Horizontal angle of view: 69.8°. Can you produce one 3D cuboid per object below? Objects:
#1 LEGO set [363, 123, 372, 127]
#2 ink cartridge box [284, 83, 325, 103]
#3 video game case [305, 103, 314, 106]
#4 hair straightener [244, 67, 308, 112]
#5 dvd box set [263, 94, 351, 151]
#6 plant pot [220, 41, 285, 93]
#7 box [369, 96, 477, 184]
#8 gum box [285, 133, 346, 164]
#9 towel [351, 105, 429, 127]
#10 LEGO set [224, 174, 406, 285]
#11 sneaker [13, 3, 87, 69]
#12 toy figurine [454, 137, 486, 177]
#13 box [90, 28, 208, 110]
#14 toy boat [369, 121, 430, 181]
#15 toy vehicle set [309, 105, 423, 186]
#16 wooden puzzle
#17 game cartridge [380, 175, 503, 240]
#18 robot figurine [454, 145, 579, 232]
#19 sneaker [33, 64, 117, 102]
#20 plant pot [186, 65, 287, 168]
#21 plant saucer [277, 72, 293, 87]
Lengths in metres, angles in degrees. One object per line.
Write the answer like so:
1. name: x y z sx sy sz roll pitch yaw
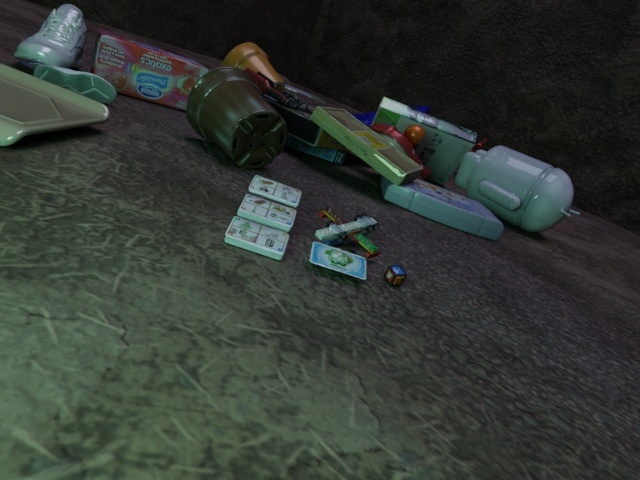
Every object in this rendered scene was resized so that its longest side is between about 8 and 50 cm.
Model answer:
1. LEGO set: 0.125 -0.332 1.344 0.054 0.023 0.083 21 7 -13
2. ink cartridge box: -0.127 -0.607 1.977 0.255 0.097 0.188 16 20 -17
3. video game case: -0.114 -0.436 1.551 0.143 0.019 0.157 -8 -2 40
4. hair straightener: -0.104 -0.387 1.195 0.230 0.047 0.089 35 24 32
5. dvd box set: -0.002 -0.340 1.344 0.308 0.062 0.421 33 22 27
6. plant pot: -0.241 -0.593 1.714 0.188 0.205 0.205 44 26 14
7. box: 0.312 -0.321 1.516 0.322 0.232 0.058 20 60 -3
8. gum box: -0.030 -0.278 1.307 0.185 0.041 0.157 16 20 -14
9. towel: 0.235 -0.432 1.670 0.309 0.076 0.227 -2 32 18
10. LEGO set: 0.000 0.000 0.656 0.245 0.060 0.182 18 32 -6
11. sneaker: -0.611 -0.467 1.054 0.114 0.152 0.305 14 22 -24
12. toy figurine: 0.446 -0.379 1.849 0.217 0.191 0.363 -5 31 -41
13. box: -0.432 -0.424 1.160 0.257 0.122 0.128 8 24 -33
14. toy boat: 0.235 -0.257 1.280 0.151 0.151 0.231 34 -8 47
15. toy vehicle set: 0.116 -0.232 1.107 0.267 0.035 0.166 40 26 13
16. wooden puzzle: -0.475 -0.202 0.680 0.221 0.044 0.238 21 24 -2
17. game cartridge: 0.298 -0.091 1.144 0.298 0.062 0.198 20 16 -4
18. robot figurine: 0.584 -0.153 1.369 0.354 0.199 0.300 34 38 31
19. sneaker: -0.501 -0.330 0.954 0.152 0.053 0.061 15 18 -16
20. plant pot: -0.160 -0.236 0.924 0.167 0.166 0.165 1 37 -43
21. plant saucer: -0.247 -0.738 2.136 0.278 0.041 0.278 17 -1 0
